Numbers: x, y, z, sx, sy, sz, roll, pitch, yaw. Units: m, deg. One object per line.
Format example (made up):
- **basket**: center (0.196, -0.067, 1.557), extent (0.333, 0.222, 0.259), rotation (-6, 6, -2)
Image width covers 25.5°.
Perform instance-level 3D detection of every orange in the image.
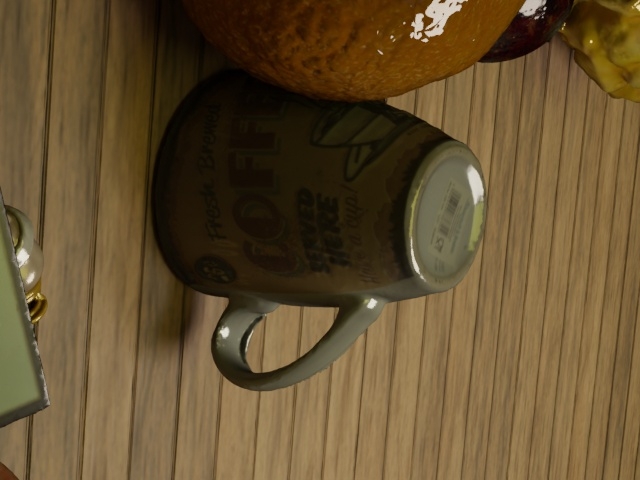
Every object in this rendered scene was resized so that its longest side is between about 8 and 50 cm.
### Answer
- **orange**: center (0.042, -0.283, 1.234), extent (0.357, 0.322, 0.322), rotation (-21, 114, -41)

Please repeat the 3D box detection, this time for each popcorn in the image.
- **popcorn**: center (0.446, -0.353, 1.802), extent (0.349, 0.349, 0.381), rotation (53, 18, -45)

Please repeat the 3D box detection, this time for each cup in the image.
- **cup**: center (0.000, 0.000, 1.304), extent (0.227, 0.257, 0.301), rotation (22, 82, -51)

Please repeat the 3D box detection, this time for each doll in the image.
- **doll**: center (-0.257, 0.005, 1.119), extent (0.084, 0.073, 0.127), rotation (-89, 167, -53)

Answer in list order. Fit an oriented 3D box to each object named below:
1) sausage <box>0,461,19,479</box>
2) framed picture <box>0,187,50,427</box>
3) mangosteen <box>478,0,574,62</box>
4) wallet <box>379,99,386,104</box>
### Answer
- **sausage**: center (-0.240, 0.241, 1.214), extent (0.186, 0.043, 0.043), rotation (50, 58, -46)
- **framed picture**: center (-0.333, 0.022, 1.004), extent (0.244, 0.013, 0.323), rotation (-22, 115, -31)
- **mangosteen**: center (0.133, -0.288, 1.489), extent (0.289, 0.231, 0.231), rotation (-19, 121, -5)
- **wallet**: center (0.050, -0.068, 1.526), extent (0.137, 0.031, 0.255), rotation (-50, 138, -47)
